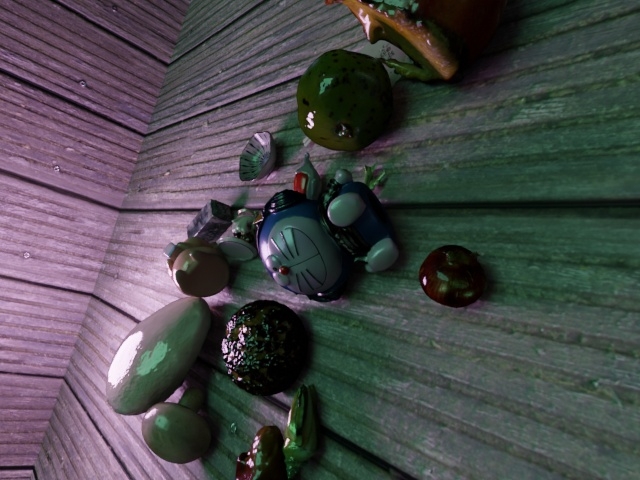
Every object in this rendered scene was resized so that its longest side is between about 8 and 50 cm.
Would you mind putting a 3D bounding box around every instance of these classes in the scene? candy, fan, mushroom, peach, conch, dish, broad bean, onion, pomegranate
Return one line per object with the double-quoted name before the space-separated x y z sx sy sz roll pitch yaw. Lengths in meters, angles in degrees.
"candy" -0.519 0.343 1.409 0.427 0.186 0.386 -39 27 13
"fan" 0.089 -0.421 1.255 0.415 0.012 0.233 -40 46 27
"mushroom" -0.398 0.542 1.271 0.206 0.209 0.206 9 105 35
"peach" 0.199 -0.520 0.921 0.353 0.339 0.416 -26 60 41
"conch" -0.041 0.414 0.962 0.080 0.095 0.200 -8 63 14
"dish" -0.198 -0.272 1.476 0.191 0.066 0.190 -21 60 42
"broad bean" -0.132 0.530 0.968 0.122 0.156 0.228 1 81 13
"onion" 0.233 0.064 0.789 0.118 0.119 0.117 -48 27 23
"pomegranate" 0.056 -0.355 1.096 0.254 0.254 0.270 -36 46 33

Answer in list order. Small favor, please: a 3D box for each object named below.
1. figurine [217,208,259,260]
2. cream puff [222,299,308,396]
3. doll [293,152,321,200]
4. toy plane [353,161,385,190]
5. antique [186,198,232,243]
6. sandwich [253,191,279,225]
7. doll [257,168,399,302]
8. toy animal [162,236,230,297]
"figurine" -0.249 -0.030 1.397 0.132 0.132 0.153 -20 47 43
"cream puff" -0.149 0.264 1.098 0.239 0.165 0.239 -20 60 39
"doll" -0.037 -0.137 1.222 0.102 0.075 0.227 -19 68 54
"toy plane" 0.117 -0.138 1.073 0.102 0.040 0.111 -16 62 46
"antique" -0.400 -0.061 1.595 0.183 0.088 0.086 -43 47 28
"sandwich" -0.141 -0.087 1.321 0.116 0.074 0.074 -19 62 44
"doll" 0.000 0.000 1.001 0.310 0.284 0.240 -30 12 22
"toy animal" -0.416 0.087 1.444 0.195 0.213 0.256 -55 40 -4
